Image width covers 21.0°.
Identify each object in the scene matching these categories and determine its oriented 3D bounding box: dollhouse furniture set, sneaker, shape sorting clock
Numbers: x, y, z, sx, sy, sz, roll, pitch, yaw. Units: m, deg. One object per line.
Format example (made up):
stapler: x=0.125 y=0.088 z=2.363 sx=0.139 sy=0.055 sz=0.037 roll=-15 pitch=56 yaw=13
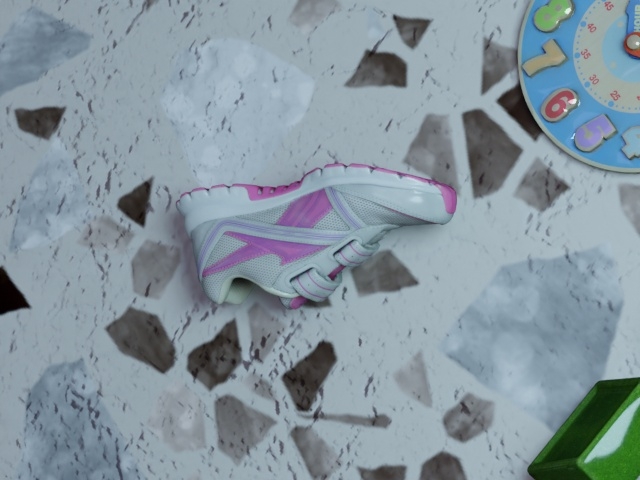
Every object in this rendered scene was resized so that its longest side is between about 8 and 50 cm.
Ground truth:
dollhouse furniture set: x=0.339 y=0.124 z=1.315 sx=0.197 sy=0.151 sz=0.301 roll=41 pitch=80 yaw=2
sneaker: x=0.000 y=0.000 z=1.461 sx=0.252 sy=0.103 sz=0.111 roll=-9 pitch=82 yaw=27
shape sorting clock: x=0.258 y=-0.157 z=1.403 sx=0.206 sy=0.040 sz=0.206 roll=-4 pitch=80 yaw=22
